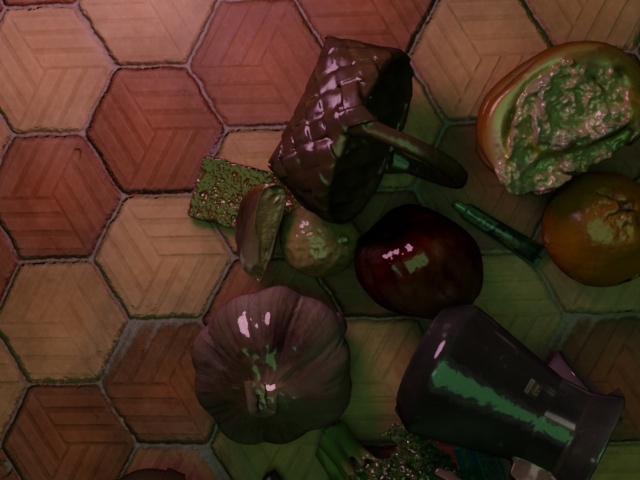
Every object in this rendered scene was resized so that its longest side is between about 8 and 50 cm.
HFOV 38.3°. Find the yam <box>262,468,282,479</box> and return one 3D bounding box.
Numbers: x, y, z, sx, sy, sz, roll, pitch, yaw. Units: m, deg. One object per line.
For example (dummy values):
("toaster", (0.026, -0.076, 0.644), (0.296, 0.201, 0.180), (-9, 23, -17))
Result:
("yam", (-0.042, 0.578, 1.848), (0.046, 0.046, 0.264), (-31, 91, 5))

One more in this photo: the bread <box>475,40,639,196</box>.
("bread", (0.417, -0.241, 1.663), (0.315, 0.270, 0.211), (-29, 106, 12))

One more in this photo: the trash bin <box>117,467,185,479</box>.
("trash bin", (-0.271, 0.572, 1.786), (0.334, 0.214, 0.214), (29, 95, -7))

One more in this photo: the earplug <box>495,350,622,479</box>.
("earplug", (0.400, 0.372, 1.758), (0.301, 0.172, 0.172), (-43, 90, 10))

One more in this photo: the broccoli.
("broccoli", (0.130, 0.496, 1.759), (0.249, 0.302, 0.375), (8, 123, -17))

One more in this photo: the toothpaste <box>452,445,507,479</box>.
("toothpaste", (0.277, 0.360, 1.734), (0.050, 0.065, 0.267), (-42, 50, 35))

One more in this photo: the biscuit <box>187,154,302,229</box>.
("biscuit", (-0.136, -0.079, 1.827), (0.237, 0.026, 0.131), (15, 96, 1))

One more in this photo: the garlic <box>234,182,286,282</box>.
("garlic", (-0.117, -0.026, 1.765), (0.087, 0.101, 0.196), (11, 104, -17))

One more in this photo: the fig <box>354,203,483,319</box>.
("fig", (0.187, 0.043, 1.722), (0.263, 0.224, 0.224), (13, 95, -28))

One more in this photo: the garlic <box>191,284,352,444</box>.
("garlic", (-0.094, 0.238, 1.756), (0.322, 0.241, 0.322), (0, 72, 0))

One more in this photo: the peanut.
("peanut", (0.000, 0.000, 1.781), (0.159, 0.109, 0.141), (-7, 98, 6))

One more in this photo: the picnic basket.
("picnic basket", (0.116, -0.171, 1.654), (0.337, 0.293, 0.337), (-3, 80, 17))

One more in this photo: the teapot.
("teapot", (0.311, 0.298, 1.583), (0.344, 0.253, 0.300), (26, 70, 18))

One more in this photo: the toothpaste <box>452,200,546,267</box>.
("toothpaste", (0.346, -0.019, 1.797), (0.204, 0.031, 0.049), (32, 97, 0))

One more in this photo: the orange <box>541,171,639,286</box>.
("orange", (0.522, -0.022, 1.710), (0.219, 0.193, 0.219), (-3, 79, 14))
